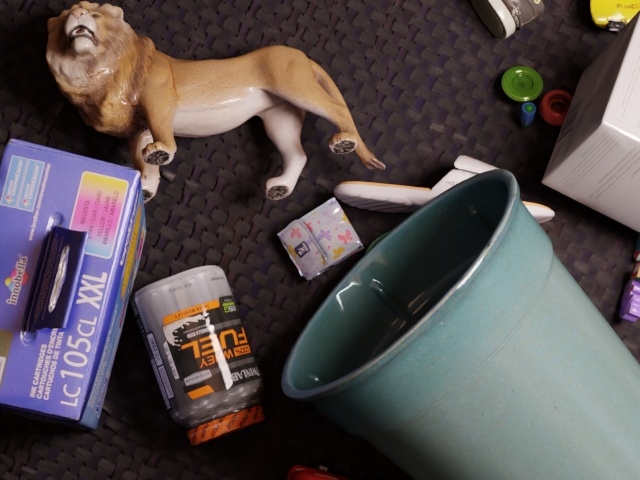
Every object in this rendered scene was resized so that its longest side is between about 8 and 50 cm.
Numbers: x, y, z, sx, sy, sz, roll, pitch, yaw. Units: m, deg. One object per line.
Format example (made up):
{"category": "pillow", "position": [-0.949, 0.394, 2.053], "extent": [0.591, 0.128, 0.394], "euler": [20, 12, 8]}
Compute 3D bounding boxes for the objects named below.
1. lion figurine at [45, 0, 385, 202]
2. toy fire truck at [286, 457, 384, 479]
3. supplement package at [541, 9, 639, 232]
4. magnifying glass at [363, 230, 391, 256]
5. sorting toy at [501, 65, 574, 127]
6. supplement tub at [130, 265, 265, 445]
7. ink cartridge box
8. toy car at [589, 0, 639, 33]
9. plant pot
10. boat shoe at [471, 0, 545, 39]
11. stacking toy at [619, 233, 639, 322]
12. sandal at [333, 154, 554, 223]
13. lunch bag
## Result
{"category": "lion figurine", "position": [-0.127, -0.173, 1.922], "extent": [0.392, 0.142, 0.240], "euler": [2, 53, -17]}
{"category": "toy fire truck", "position": [0.056, 0.340, 1.789], "extent": [0.217, 0.246, 0.158], "euler": [16, 80, -1]}
{"category": "supplement package", "position": [0.441, -0.102, 1.882], "extent": [0.293, 0.175, 0.177], "euler": [27, 63, -5]}
{"category": "magnifying glass", "position": [0.165, 0.027, 1.955], "extent": [0.231, 0.026, 0.092], "euler": [-4, 82, -5]}
{"category": "sorting toy", "position": [0.264, -0.167, 1.987], "extent": [0.102, 0.042, 0.061], "euler": [32, 65, 14]}
{"category": "supplement tub", "position": [-0.137, 0.134, 1.875], "extent": [0.117, 0.117, 0.190], "euler": [-20, 83, -6]}
{"category": "ink cartridge box", "position": [-0.288, 0.057, 1.736], "extent": [0.151, 0.395, 0.270], "euler": [13, 81, -1]}
{"category": "toy car", "position": [0.474, -0.298, 2.008], "extent": [0.239, 0.053, 0.225], "euler": [34, 81, 1]}
{"category": "plant pot", "position": [0.191, 0.158, 1.784], "extent": [0.341, 0.341, 0.334], "euler": [-46, 104, -9]}
{"category": "boat shoe", "position": [0.192, -0.360, 1.990], "extent": [0.068, 0.081, 0.228], "euler": [-32, 92, -10]}
{"category": "stacking toy", "position": [0.388, 0.036, 1.955], "extent": [0.167, 0.052, 0.221], "euler": [22, 75, -7]}
{"category": "sandal", "position": [0.151, -0.068, 1.930], "extent": [0.265, 0.102, 0.076], "euler": [8, 81, 0]}
{"category": "lunch bag", "position": [0.000, 0.000, 1.936], "extent": [0.083, 0.053, 0.071], "euler": [-30, 83, 2]}
